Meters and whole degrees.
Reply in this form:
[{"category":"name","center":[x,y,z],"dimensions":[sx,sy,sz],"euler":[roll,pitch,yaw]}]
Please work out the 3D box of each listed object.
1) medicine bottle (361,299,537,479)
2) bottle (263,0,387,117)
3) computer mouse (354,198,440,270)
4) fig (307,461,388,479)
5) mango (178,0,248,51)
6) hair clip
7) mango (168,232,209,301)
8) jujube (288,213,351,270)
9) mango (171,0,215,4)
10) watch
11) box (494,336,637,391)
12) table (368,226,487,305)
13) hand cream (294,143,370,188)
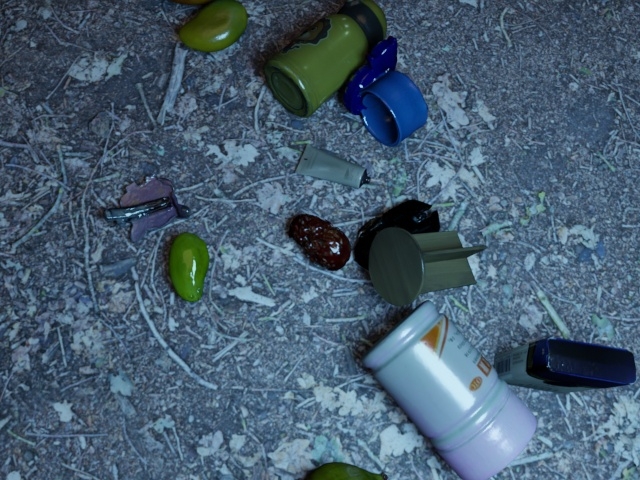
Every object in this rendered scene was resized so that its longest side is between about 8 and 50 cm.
[{"category":"medicine bottle","center":[0.257,0.301,0.997],"dimensions":[0.202,0.202,0.315],"euler":[-39,79,-13]},{"category":"bottle","center":[0.029,-0.491,1.253],"dimensions":[0.172,0.171,0.351],"euler":[41,73,10]},{"category":"computer mouse","center":[0.185,-0.014,1.157],"dimensions":[0.242,0.077,0.146],"euler":[-36,79,-12]},{"category":"fig","center":[0.044,0.516,0.986],"dimensions":[0.127,0.185,0.132],"euler":[-16,76,33]},{"category":"mango","center":[-0.281,-0.576,1.310],"dimensions":[0.191,0.085,0.122],"euler":[-42,89,-4]},{"category":"hair clip","center":[-0.426,-0.082,1.169],"dimensions":[0.187,0.056,0.146],"euler":[-23,74,-18]},{"category":"mango","center":[-0.301,0.060,1.113],"dimensions":[0.091,0.074,0.164],"euler":[-8,74,-7]},{"category":"jujube","center":[0.003,-0.003,1.133],"dimensions":[0.166,0.104,0.104],"euler":[43,76,10]},{"category":"mango","center":[-0.344,-0.732,1.327],"dimensions":[0.257,0.138,0.187],"euler":[13,55,-2]},{"category":"watch","center":[0.171,-0.348,1.202],"dimensions":[0.171,0.196,0.200],"euler":[-39,71,-3]},{"category":"box","center":[0.484,0.261,0.989],"dimensions":[0.168,0.259,0.071],"euler":[9,70,1]},{"category":"table","center":[0.246,0.046,1.066],"dimensions":[0.227,0.167,0.166],"euler":[-5,71,-33]},{"category":"hand cream","center":[0.036,-0.179,1.218],"dimensions":[0.186,0.054,0.087],"euler":[20,78,10]}]
